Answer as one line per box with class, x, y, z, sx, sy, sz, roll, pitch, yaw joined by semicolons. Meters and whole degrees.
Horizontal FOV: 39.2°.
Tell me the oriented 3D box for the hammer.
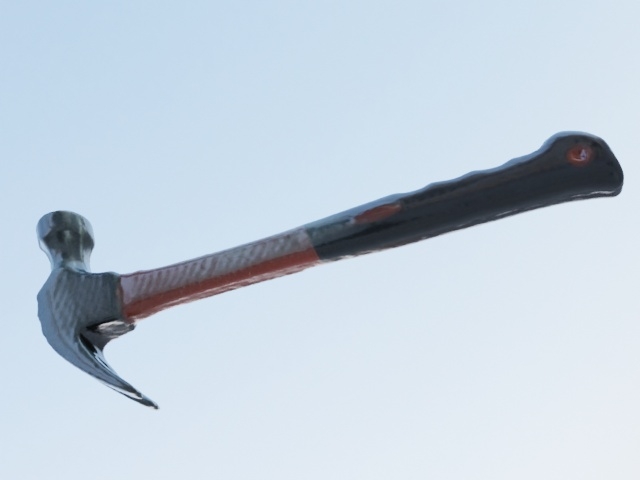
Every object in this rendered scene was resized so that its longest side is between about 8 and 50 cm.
hammer;0.000;0.000;0.436;0.287;0.111;0.033;-17;-30;5
